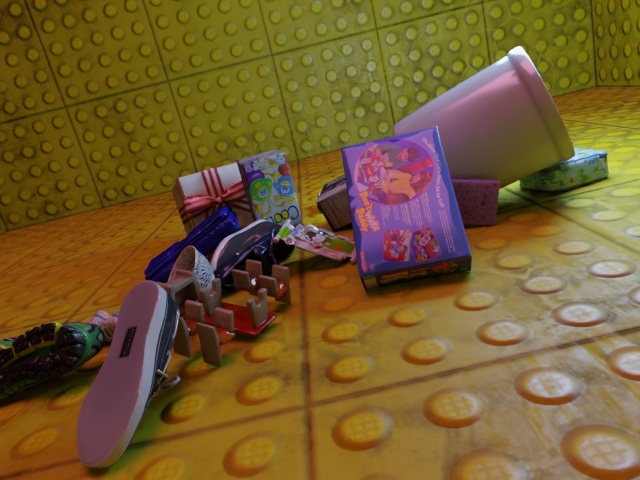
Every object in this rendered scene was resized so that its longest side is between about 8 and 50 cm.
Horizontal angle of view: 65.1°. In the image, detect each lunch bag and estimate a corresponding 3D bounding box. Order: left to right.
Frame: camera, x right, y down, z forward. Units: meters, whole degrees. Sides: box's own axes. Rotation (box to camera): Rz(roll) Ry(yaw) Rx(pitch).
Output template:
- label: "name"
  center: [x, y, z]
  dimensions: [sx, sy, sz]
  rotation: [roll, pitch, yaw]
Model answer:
- label: "lunch bag"
  center: [0.711, -0.211, 1.488]
  dimensions: [0.219, 0.090, 0.176]
  rotation: [-15, 14, -8]

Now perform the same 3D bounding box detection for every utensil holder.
- label: "utensil holder"
  center: [0.444, -0.284, 1.398]
  dimensions: [0.385, 0.328, 0.327]
  rotation: [-28, 11, 24]

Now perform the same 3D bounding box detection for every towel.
- label: "towel"
  center: [-0.387, 0.007, 1.507]
  dimensions: [0.308, 0.076, 0.227]
  rotation: [-37, 20, -1]

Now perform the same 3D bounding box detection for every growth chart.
- label: "growth chart"
  center: [0.000, 0.000, 1.332]
  dimensions: [0.237, 0.021, 0.172]
  rotation: [16, 24, -2]

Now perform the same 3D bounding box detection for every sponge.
- label: "sponge"
  center: [0.354, -0.104, 1.311]
  dimensions: [0.210, 0.117, 0.031]
  rotation: [5, 24, 16]

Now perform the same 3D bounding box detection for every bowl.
- label: "bowl"
  center: [-0.318, 0.105, 1.258]
  dimensions: [0.080, 0.170, 0.170]
  rotation: [23, -3, -30]

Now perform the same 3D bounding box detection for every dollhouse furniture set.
- label: "dollhouse furniture set"
  center: [-0.221, 0.153, 1.070]
  dimensions: [0.259, 0.135, 0.262]
  rotation: [9, 26, 27]

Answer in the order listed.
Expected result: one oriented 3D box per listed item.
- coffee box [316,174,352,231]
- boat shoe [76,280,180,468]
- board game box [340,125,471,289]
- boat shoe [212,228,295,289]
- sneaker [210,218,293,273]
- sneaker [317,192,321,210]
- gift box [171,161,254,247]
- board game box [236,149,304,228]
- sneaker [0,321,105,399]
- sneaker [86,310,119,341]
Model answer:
- label: "coffee box"
  center: [0.150, -0.163, 1.575]
  dimensions: [0.297, 0.119, 0.168]
  rotation: [-25, 20, 22]
- label: "boat shoe"
  center: [-0.300, 0.220, 0.829]
  dimensions: [0.113, 0.105, 0.306]
  rotation: [-16, 48, 16]
- label: "board game box"
  center: [0.185, -0.079, 1.138]
  dimensions: [0.233, 0.078, 0.347]
  rotation: [-11, 61, 9]
- label: "boat shoe"
  center: [-0.159, 0.060, 1.322]
  dimensions: [0.258, 0.109, 0.089]
  rotation: [-39, 19, -20]
- label: "sneaker"
  center: [-0.176, 0.027, 1.409]
  dimensions: [0.146, 0.105, 0.296]
  rotation: [7, 31, 30]
- label: "sneaker"
  center: [0.029, -0.143, 1.884]
  dimensions: [0.075, 0.057, 0.161]
  rotation: [2, 15, -5]
- label: "gift box"
  center: [-0.352, -0.112, 1.752]
  dimensions: [0.255, 0.276, 0.258]
  rotation: [-25, 5, -22]
- label: "board game box"
  center: [-0.160, -0.136, 1.610]
  dimensions: [0.142, 0.275, 0.144]
  rotation: [-18, 18, -11]
- label: "sneaker"
  center: [-0.607, 0.255, 1.043]
  dimensions: [0.343, 0.134, 0.146]
  rotation: [-14, -8, 11]
- label: "sneaker"
  center: [-0.498, 0.212, 1.156]
  dimensions: [0.190, 0.071, 0.083]
  rotation: [-8, 22, 46]
